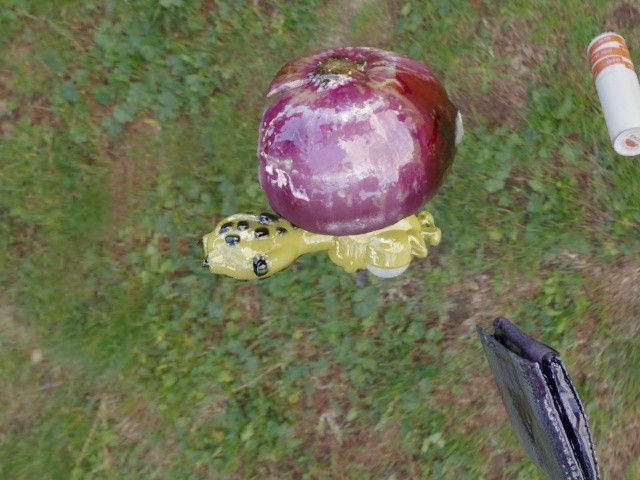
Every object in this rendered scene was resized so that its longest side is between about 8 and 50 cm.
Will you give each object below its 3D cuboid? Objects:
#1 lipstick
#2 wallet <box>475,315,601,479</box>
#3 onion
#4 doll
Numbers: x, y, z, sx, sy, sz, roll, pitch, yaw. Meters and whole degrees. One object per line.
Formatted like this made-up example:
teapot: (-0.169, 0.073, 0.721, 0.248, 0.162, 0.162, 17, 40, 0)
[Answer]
lipstick: (0.279, -0.139, 0.949, 0.038, 0.038, 0.131, -17, 48, 19)
wallet: (0.151, 0.114, 0.692, 0.030, 0.166, 0.111, -22, 95, -1)
onion: (0.044, -0.098, 0.984, 0.200, 0.207, 0.201, 4, 100, 22)
doll: (0.000, 0.001, 1.210, 0.291, 0.117, 0.086, -5, 126, -13)
